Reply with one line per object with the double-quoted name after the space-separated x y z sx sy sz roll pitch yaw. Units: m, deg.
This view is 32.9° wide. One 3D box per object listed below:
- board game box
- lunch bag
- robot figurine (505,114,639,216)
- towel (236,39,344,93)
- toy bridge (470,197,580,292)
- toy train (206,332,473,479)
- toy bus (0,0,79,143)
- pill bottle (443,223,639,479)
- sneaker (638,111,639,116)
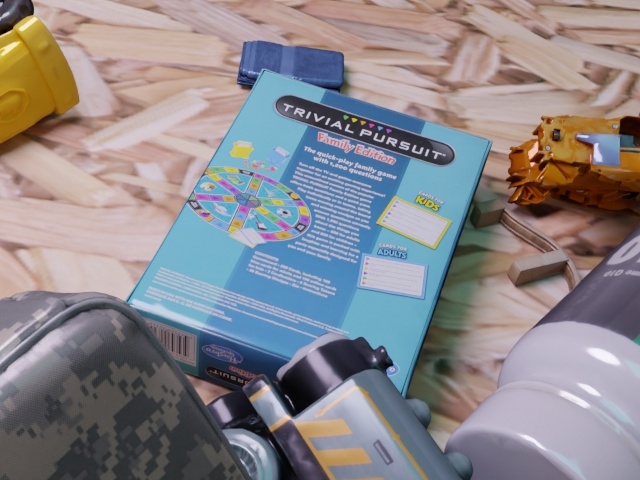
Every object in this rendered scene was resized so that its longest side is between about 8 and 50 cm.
0.000 0.000 1.041 0.254 0.079 0.336 19 50 8 "board game box"
-0.219 0.176 0.623 0.256 0.212 0.305 -4 33 50 "lunch bag"
0.344 -0.064 1.089 0.291 0.211 0.085 8 82 -1 "robot figurine"
-0.033 -0.195 1.232 0.119 0.029 0.067 7 50 -2 "towel"
0.219 0.026 1.086 0.063 0.026 0.188 -12 53 -21 "toy bridge"
0.039 0.223 0.792 0.190 0.142 0.334 -36 60 -2 "toy train"
-0.392 -0.177 1.108 0.220 0.149 0.211 38 71 25 "toy bus"
0.279 0.116 0.903 0.204 0.204 0.361 38 55 22 "pill bottle"
0.504 -0.235 1.244 0.127 0.182 0.315 39 56 21 "sneaker"
